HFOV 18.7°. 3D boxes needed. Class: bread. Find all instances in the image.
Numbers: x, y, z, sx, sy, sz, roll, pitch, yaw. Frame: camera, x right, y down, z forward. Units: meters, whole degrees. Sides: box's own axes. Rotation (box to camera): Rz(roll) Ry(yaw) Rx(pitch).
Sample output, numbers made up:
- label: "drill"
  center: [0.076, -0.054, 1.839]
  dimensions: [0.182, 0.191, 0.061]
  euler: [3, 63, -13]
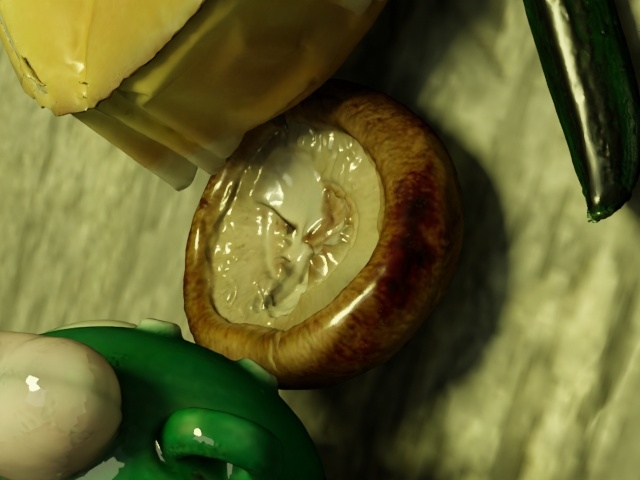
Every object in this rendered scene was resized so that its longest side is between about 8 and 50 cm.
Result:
- label: "bread"
  center: [-0.065, -0.153, 0.704]
  dimensions: [0.136, 0.107, 0.241]
  euler: [-40, 59, 27]

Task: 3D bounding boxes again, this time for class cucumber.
- label: "cucumber"
  center: [0.082, -0.096, 0.663]
  dimensions: [0.036, 0.033, 0.184]
  euler: [-22, 77, 59]

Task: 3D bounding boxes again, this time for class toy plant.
- label: "toy plant"
  center: [-0.071, 0.091, 0.670]
  dimensions: [0.243, 0.232, 0.113]
  euler: [-10, 57, 45]

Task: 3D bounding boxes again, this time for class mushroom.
- label: "mushroom"
  center: [0.000, 0.000, 0.703]
  dimensions: [0.123, 0.052, 0.123]
  euler: [-22, 55, 35]
